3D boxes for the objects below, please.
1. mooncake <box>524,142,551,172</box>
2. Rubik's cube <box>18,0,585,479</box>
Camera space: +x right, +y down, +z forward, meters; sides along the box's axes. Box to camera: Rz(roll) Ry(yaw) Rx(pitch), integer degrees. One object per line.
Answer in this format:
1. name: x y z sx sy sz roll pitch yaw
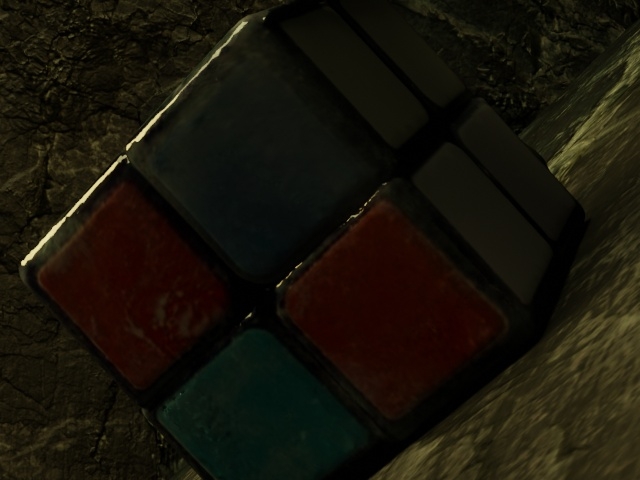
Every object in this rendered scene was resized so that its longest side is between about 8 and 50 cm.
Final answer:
1. mooncake: 0.176 -0.024 1.263 0.168 0.104 0.175 -47 -2 3
2. Rubik's cube: 0.000 0.000 1.015 0.318 0.313 0.316 -43 1 27
